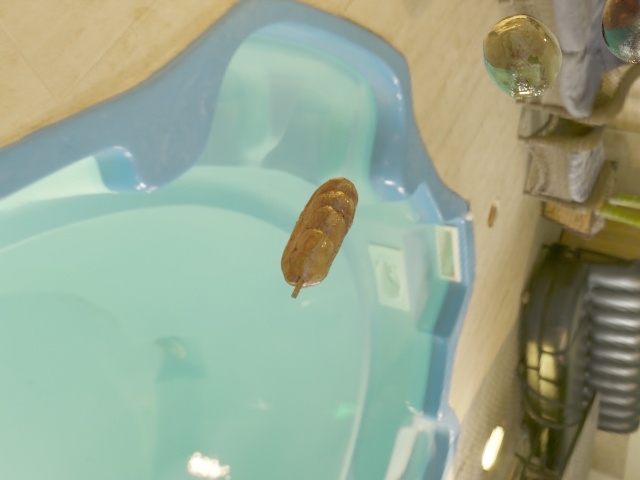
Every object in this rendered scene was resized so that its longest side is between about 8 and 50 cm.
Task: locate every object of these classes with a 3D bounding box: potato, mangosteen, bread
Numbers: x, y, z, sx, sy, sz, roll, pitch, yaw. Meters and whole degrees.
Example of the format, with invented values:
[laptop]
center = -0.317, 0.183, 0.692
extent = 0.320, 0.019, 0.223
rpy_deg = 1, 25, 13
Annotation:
[potato]
center = 0.609, -0.561, 2.129
extent = 0.243, 0.220, 0.326
rpy_deg = 57, 26, -12
[mangosteen]
center = 0.781, -0.492, 1.571
extent = 0.231, 0.289, 0.231
rpy_deg = -50, 159, -28
[bread]
center = -0.002, -0.001, 1.410
extent = 0.084, 0.124, 0.344
rpy_deg = 46, 40, -23
